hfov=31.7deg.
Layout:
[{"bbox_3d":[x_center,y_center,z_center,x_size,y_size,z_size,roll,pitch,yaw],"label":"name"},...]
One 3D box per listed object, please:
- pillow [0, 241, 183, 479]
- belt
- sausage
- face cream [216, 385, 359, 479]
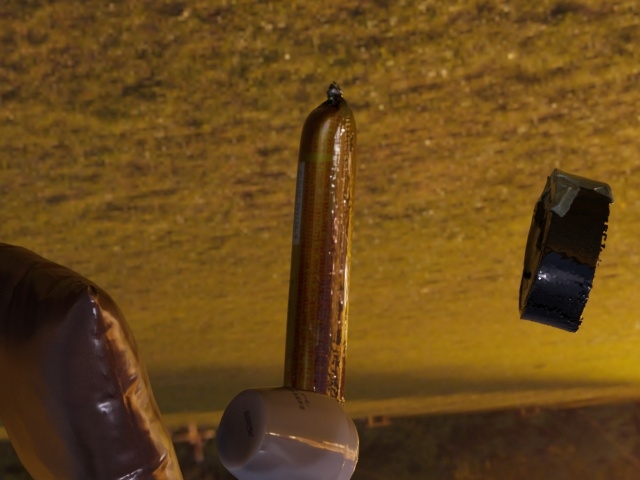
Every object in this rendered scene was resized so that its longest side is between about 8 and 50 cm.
[{"bbox_3d":[-0.241,0.142,1.077,0.108,0.305,0.308,-28,-152,-31],"label":"pillow"},{"bbox_3d":[0.277,0.005,1.288,0.078,0.198,0.151,14,140,5],"label":"belt"},{"bbox_3d":[0.000,0.000,1.291,0.082,0.371,0.082,4,174,0],"label":"sausage"},{"bbox_3d":[-0.026,0.159,0.884,0.095,0.091,0.091,24,153,-34],"label":"face cream"}]
